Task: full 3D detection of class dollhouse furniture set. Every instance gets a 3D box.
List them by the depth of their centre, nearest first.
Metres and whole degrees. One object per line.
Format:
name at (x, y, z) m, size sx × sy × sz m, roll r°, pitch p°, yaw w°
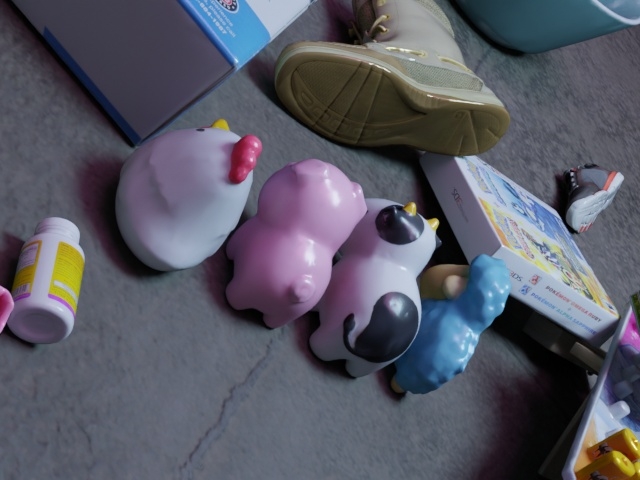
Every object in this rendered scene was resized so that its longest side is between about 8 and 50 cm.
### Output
dollhouse furniture set at (0.256, 0.169, 1.315) m, size 0.144 × 0.123 × 0.151 m, roll 28°, pitch 6°, yaw -36°

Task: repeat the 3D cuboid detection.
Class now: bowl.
bowl at (0.270, -0.368, 1.693) m, size 0.311 × 0.163 × 0.311 m, roll 32°, pitch 39°, yaw -31°

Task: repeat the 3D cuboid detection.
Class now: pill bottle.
pill bottle at (-0.180, 0.025, 0.858) m, size 0.043 × 0.043 × 0.083 m, roll 34°, pitch 38°, yaw -30°

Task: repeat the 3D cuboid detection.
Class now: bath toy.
bath toy at (0.000, 0.000, 1.039) m, size 0.348 × 0.129 × 0.151 m, roll 28°, pitch 42°, yaw -35°

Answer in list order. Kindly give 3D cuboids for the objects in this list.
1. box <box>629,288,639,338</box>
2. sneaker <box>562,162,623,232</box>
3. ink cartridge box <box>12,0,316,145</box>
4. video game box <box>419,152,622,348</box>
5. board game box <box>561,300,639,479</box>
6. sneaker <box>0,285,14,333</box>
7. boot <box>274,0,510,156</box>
box at (0.368, 0.132, 1.185) m, size 0.207 × 0.036 × 0.114 m, roll 35°, pitch 33°, yaw -29°
sneaker at (0.321, -0.058, 1.595) m, size 0.065 × 0.061 × 0.158 m, roll 33°, pitch 27°, yaw 16°
ink cartridge box at (-0.122, -0.251, 1.104) m, size 0.223 × 0.129 × 0.307 m, roll 49°, pitch 33°, yaw -9°
video game box at (0.204, -0.002, 1.331) m, size 0.187 × 0.048 × 0.205 m, roll 27°, pitch 25°, yaw -30°
board game box at (0.386, 0.262, 1.158) m, size 0.390 × 0.050 × 0.390 m, roll 51°, pitch 29°, yaw -2°
sneaker at (-0.218, 0.066, 0.760) m, size 0.047 × 0.057 × 0.119 m, roll 46°, pitch 34°, yaw -18°
boot at (0.052, -0.192, 1.315) m, size 0.262 × 0.095 × 0.203 m, roll 8°, pitch 43°, yaw -29°
